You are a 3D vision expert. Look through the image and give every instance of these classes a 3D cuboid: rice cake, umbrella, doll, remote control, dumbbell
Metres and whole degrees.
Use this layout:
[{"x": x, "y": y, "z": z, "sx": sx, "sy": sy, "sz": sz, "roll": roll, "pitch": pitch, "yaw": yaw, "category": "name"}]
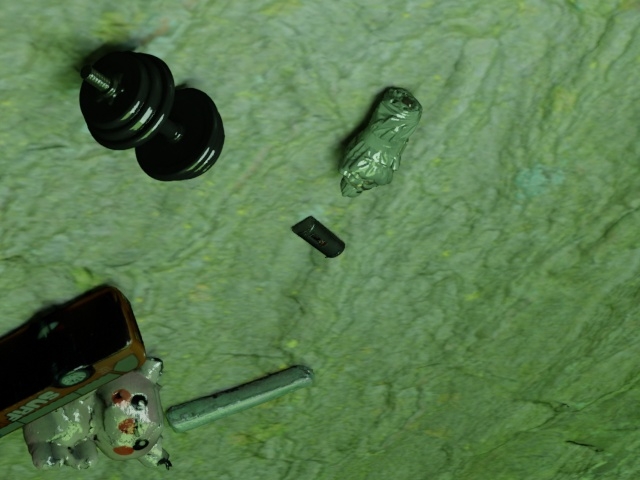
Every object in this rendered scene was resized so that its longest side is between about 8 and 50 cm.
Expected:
[{"x": -0.106, "y": 0.211, "z": 2.010, "sx": 0.207, "sy": 0.033, "sz": 0.033, "roll": -19, "pitch": 147, "yaw": -4, "category": "rice cake"}, {"x": 0.062, "y": -0.100, "z": 1.613, "sx": 0.067, "sy": 0.062, "sz": 0.143, "roll": -17, "pitch": 150, "yaw": -49, "category": "umbrella"}, {"x": -0.273, "y": 0.219, "z": 1.856, "sx": 0.192, "sy": 0.095, "sz": 0.149, "roll": 0, "pitch": 100, "yaw": -19, "category": "doll"}, {"x": 0.000, "y": 0.000, "z": 1.768, "sx": 0.034, "sy": 0.016, "sz": 0.091, "roll": -35, "pitch": 147, "yaw": 13, "category": "remote control"}, {"x": -0.159, "y": -0.117, "z": 1.421, "sx": 0.099, "sy": 0.099, "sz": 0.208, "roll": -32, "pitch": 148, "yaw": 16, "category": "dumbbell"}]

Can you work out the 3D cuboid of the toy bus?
[{"x": -0.388, "y": 0.181, "z": 1.747, "sx": 0.408, "sy": 0.093, "sz": 0.092, "roll": -27, "pitch": 156, "yaw": 11, "category": "toy bus"}]
